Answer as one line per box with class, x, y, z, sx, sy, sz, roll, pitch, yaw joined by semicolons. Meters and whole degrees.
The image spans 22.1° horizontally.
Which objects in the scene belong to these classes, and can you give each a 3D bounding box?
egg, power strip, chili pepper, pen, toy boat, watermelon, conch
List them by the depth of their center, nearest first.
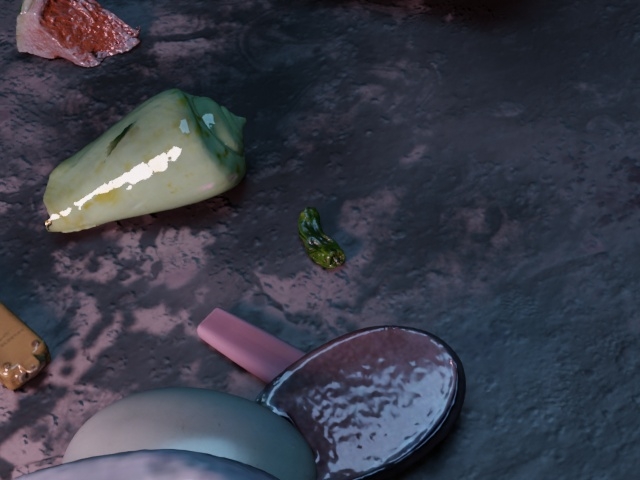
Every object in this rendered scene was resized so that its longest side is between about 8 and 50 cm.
egg;-0.131;0.234;1.607;0.264;0.183;0.183;-7;50;18
toy boat;0.045;0.177;1.707;0.227;0.085;0.155;-27;73;-9
pen;-0.048;0.132;1.784;0.197;0.032;0.053;29;59;30
power strip;-0.414;0.071;1.874;0.064;0.044;0.305;-40;59;-22
chili pepper;-0.001;0.001;1.888;0.030;0.034;0.091;1;41;-36
conch;-0.206;-0.099;1.950;0.250;0.137;0.143;-17;76;18
watermelon;-0.332;-0.275;2.142;0.158;0.121;0.098;34;71;-21

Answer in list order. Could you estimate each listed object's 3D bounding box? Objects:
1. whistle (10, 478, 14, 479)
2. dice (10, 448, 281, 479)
whistle;-0.292;0.285;1.575;0.105;0.227;0.085;6;65;-18
dice;-0.159;0.398;1.393;0.348;0.328;0.330;-10;51;0
